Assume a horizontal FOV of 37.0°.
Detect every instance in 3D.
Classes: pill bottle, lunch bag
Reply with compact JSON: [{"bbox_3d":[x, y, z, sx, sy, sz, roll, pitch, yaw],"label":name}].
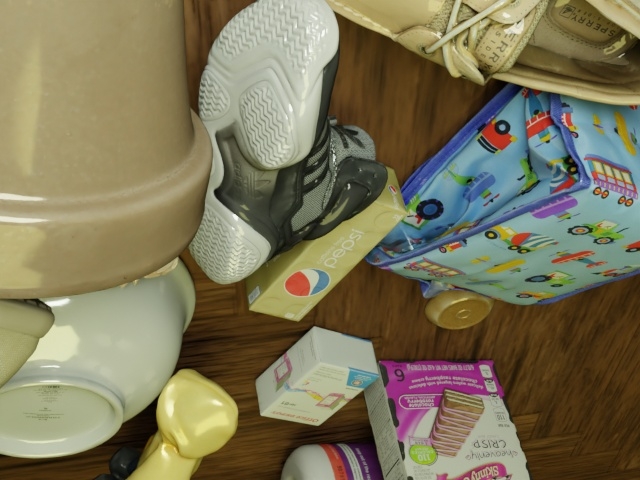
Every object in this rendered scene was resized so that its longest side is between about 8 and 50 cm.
[{"bbox_3d":[0.116,0.362,1.288,0.323,0.181,0.181,2,140,-18],"label":"pill bottle"},{"bbox_3d":[0.195,-0.012,0.903,0.221,0.138,0.293,14,144,-33],"label":"lunch bag"}]

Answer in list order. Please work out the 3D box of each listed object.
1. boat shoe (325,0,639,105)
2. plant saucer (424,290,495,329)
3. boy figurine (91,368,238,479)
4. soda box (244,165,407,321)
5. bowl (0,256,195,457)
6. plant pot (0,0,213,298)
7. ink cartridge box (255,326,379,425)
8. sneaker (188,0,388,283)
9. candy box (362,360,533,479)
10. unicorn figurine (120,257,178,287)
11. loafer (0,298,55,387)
[{"bbox_3d":[0.116,-0.174,0.672,0.341,0.110,0.122,7,138,-24],"label":"boat shoe"},{"bbox_3d":[0.160,0.078,1.079,0.083,0.015,0.083,-8,142,-6],"label":"plant saucer"},{"bbox_3d":[-0.178,0.239,1.071,0.092,0.177,0.285,39,138,1],"label":"boy figurine"},{"bbox_3d":[0.000,0.000,0.902,0.061,0.058,0.181,17,134,-32],"label":"soda box"},{"bbox_3d":[-0.262,0.116,0.913,0.298,0.134,0.298,-8,143,-6],"label":"bowl"},{"bbox_3d":[-0.182,-0.130,0.568,0.263,0.263,0.229,3,121,-20],"label":"plant pot"},{"bbox_3d":[-0.005,0.160,1.105,0.088,0.052,0.122,18,134,-33],"label":"ink cartridge box"},{"bbox_3d":[-0.013,-0.085,0.735,0.153,0.101,0.268,-22,151,-37],"label":"sneaker"},{"bbox_3d":[0.154,0.254,1.122,0.159,0.233,0.071,2,140,-19],"label":"candy box"},{"bbox_3d":[-0.141,-0.039,0.807,0.111,0.060,0.162,-4,127,-24],"label":"unicorn figurine"},{"bbox_3d":[-0.295,0.047,0.583,0.268,0.092,0.102,20,176,-37],"label":"loafer"}]
